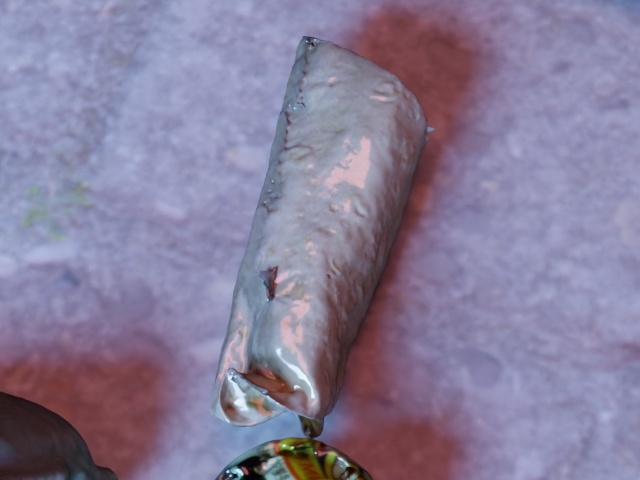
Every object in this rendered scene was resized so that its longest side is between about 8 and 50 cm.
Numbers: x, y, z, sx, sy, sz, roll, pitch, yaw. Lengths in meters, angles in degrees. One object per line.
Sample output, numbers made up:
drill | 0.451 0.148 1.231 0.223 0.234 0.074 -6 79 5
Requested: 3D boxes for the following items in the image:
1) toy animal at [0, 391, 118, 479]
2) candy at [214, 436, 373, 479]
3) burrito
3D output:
toy animal | -0.234 0.111 0.825 0.251 0.127 0.125 17 77 25
candy | -0.108 0.188 0.800 0.305 0.083 0.091 -27 68 -2
burrito | 0.000 0.000 0.883 0.087 0.060 0.226 13 65 9
